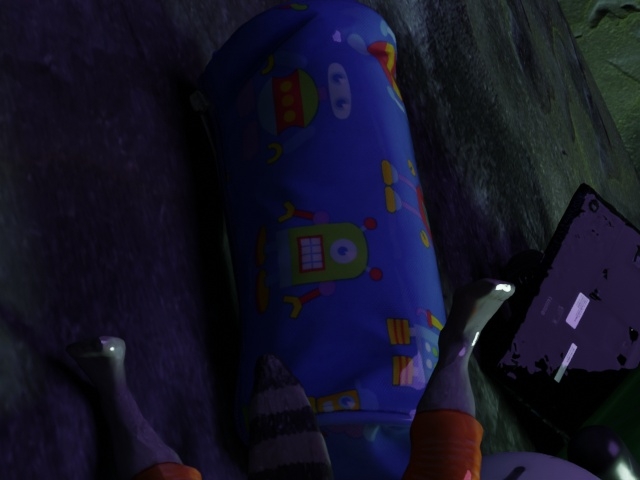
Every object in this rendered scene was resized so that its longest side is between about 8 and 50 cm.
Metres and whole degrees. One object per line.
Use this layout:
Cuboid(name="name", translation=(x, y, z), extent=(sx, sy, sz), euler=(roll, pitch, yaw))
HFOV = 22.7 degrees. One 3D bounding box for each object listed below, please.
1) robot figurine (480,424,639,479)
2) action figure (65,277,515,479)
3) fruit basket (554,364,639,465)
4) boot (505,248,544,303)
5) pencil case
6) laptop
Cuboid(name="robot figurine", translation=(0.150, 0.247, 0.993), extent=(0.278, 0.174, 0.209), euler=(52, 16, -43))
Cuboid(name="action figure", translation=(0.056, 0.191, 0.721), extent=(0.178, 0.341, 0.330), euler=(140, -58, -66))
Cuboid(name="fruit basket", translation=(0.304, 0.273, 1.330), extent=(0.283, 0.392, 0.392), euler=(40, 13, 13))
Cuboid(name="boot", translation=(0.262, 0.096, 1.689), extent=(0.208, 0.076, 0.189), euler=(33, 41, -72))
Cuboid(name="pencil case", translation=(0.000, 0.000, 0.934), extent=(0.119, 0.133, 0.306), euler=(87, -5, -59))
Cuboid(name="laptop", translation=(0.266, 0.126, 1.547), extent=(0.264, 0.136, 0.234), euler=(40, 59, -14))
